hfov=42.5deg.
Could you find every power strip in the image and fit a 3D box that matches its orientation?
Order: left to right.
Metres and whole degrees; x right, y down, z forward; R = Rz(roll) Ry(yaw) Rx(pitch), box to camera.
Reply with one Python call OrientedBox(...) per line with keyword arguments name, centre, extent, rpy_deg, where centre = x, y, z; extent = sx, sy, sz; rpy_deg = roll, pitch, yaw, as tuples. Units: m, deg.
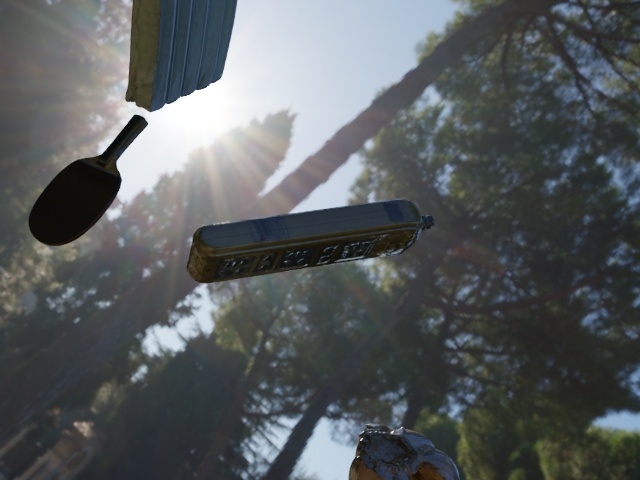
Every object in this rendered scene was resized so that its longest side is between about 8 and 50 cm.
OrientedBox(name="power strip", centre=(0.000, 0.000, 1.193), extent=(0.092, 0.388, 0.066), rpy_deg=(115, -41, -52))

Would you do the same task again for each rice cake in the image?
OrientedBox(name="rice cake", centre=(-0.126, -0.232, 0.790), extent=(0.037, 0.189, 0.198), rpy_deg=(20, -65, 13))

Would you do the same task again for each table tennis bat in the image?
OrientedBox(name="table tennis bat", centre=(-0.383, -0.104, 1.385), extent=(0.154, 0.274, 0.021), rpy_deg=(23, -20, 34))

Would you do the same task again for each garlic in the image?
OrientedBox(name="garlic", centre=(0.118, 0.435, 1.415), extent=(0.207, 0.256, 0.207), rpy_deg=(14, -32, 9))
